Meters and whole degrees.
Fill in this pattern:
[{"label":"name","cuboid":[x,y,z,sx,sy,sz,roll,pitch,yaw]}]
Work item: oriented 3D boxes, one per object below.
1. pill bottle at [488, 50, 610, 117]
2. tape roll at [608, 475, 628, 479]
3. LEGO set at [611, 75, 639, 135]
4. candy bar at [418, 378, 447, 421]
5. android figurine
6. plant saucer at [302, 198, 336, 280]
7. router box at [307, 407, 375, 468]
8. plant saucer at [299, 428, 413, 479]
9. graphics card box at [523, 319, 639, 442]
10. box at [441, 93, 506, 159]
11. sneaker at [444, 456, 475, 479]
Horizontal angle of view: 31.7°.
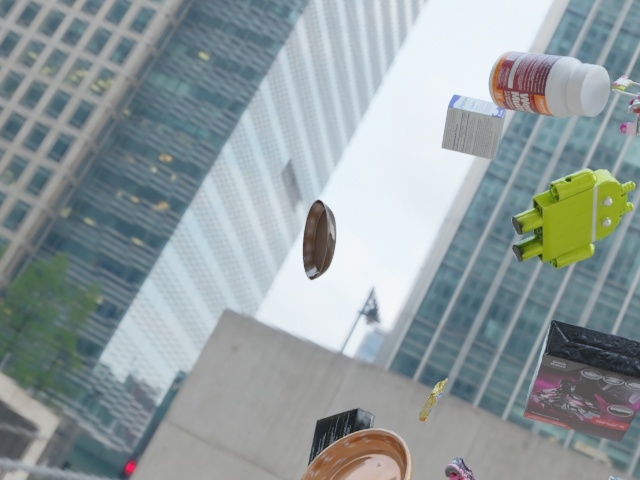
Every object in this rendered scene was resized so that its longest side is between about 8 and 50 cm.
[{"label":"pill bottle","cuboid":[0.455,-0.309,2.253,0.221,0.121,0.121,17,-21,45]},{"label":"tape roll","cuboid":[0.394,0.335,1.202,0.219,0.072,0.219,28,0,0]},{"label":"LEGO set","cuboid":[0.636,-0.259,2.228,0.107,0.132,0.287,19,6,24]},{"label":"candy bar","cuboid":[0.195,0.279,1.969,0.018,0.040,0.161,33,-23,11]},{"label":"android figurine","cuboid":[0.525,-0.048,2.327,0.248,0.273,0.056,80,-14,-45]},{"label":"plant saucer","cuboid":[0.000,0.000,2.326,0.029,0.168,0.168,7,-12,-18]},{"label":"router box","cuboid":[0.031,0.405,2.064,0.046,0.179,0.133,28,-32,-26]},{"label":"plant saucer","cuboid":[0.051,0.365,1.654,0.200,0.200,0.037,5,-42,50]},{"label":"graphics card box","cuboid":[0.583,0.313,2.460,0.233,0.094,0.371,15,-29,10]},{"label":"box","cuboid":[0.374,-0.277,2.751,0.137,0.072,0.126,14,-51,11]},{"label":"sneaker","cuboid":[0.307,0.497,2.329,0.047,0.057,0.119,-30,-80,34]}]
